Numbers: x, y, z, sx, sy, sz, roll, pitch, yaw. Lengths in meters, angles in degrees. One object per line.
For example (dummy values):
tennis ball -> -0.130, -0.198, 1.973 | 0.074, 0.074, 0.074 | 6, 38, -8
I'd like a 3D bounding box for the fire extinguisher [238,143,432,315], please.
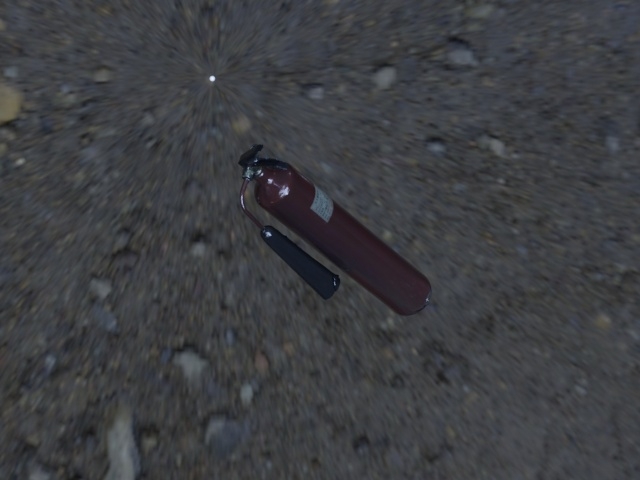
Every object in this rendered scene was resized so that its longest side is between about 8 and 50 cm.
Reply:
fire extinguisher -> 0.000, 0.000, 1.011 | 0.049, 0.035, 0.173 | -44, 130, 8
